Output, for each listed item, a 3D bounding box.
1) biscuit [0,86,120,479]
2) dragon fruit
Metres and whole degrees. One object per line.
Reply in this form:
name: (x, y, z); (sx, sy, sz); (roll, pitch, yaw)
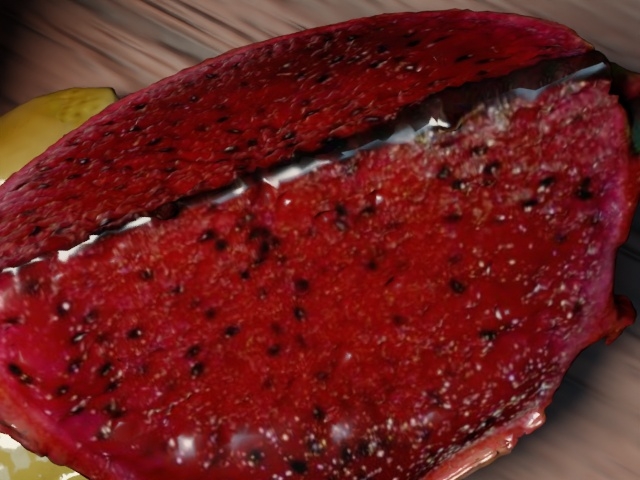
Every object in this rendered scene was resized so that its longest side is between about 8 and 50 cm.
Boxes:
biscuit: (-0.111, 0.093, 0.634); (0.154, 0.045, 0.299); (-21, 82, 13)
dragon fruit: (0.000, 0.000, 0.562); (0.262, 0.163, 0.189); (-20, 55, 3)
